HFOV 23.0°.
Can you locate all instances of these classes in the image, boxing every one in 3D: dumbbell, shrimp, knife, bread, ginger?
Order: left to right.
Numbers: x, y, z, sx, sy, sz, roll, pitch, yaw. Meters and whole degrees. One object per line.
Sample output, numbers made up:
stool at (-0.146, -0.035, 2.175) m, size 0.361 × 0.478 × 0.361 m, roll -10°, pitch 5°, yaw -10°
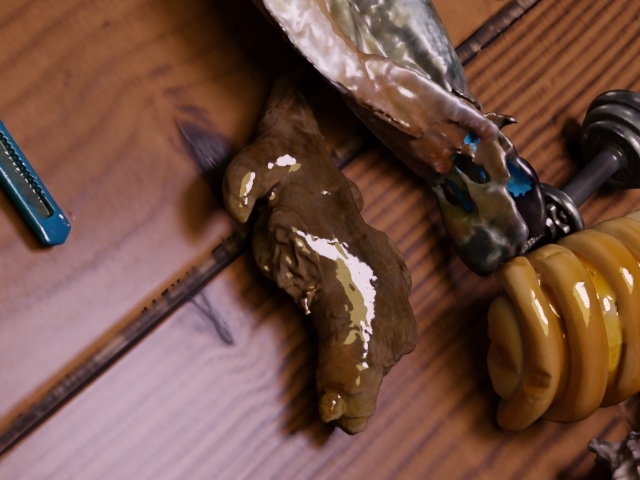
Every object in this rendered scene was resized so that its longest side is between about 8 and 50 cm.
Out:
knife at (-0.288, -0.122, 1.267) m, size 0.296 × 0.026 × 0.044 m, roll 55°, pitch 42°, yaw -2°
ginger at (0.001, 0.002, 1.370) m, size 0.166 × 0.080 × 0.333 m, roll -12°, pitch 81°, yaw -48°
shrimp at (0.057, -0.167, 1.435) m, size 0.445 × 0.110 × 0.221 m, roll 53°, pitch 34°, yaw -4°
dumbbell at (0.259, -0.054, 1.549) m, size 0.254 × 0.110 × 0.110 m, roll -42°, pitch 96°, yaw -30°
bread at (0.289, 0.062, 1.480) m, size 0.311 × 0.121 × 0.173 m, roll -21°, pitch 116°, yaw -35°

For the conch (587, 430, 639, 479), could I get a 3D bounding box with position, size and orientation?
conch at (0.356, 0.237, 1.462) m, size 0.241 × 0.186 × 0.313 m, roll 35°, pitch 53°, yaw -1°
